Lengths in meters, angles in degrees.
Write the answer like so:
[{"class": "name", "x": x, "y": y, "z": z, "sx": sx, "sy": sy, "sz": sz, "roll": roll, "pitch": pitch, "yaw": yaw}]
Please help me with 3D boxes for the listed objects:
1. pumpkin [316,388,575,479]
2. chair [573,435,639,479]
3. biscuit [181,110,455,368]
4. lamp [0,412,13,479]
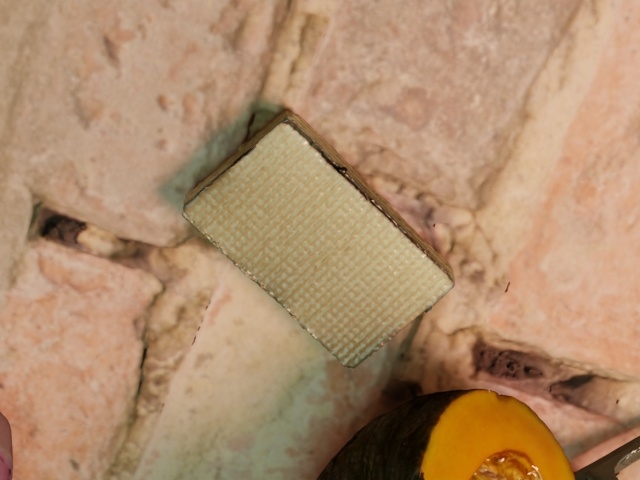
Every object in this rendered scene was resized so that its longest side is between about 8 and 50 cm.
[{"class": "pumpkin", "x": 0.052, "y": 0.286, "z": 1.458, "sx": 0.242, "sy": 0.325, "sz": 0.232, "roll": 29, "pitch": 150, "yaw": -33}, {"class": "chair", "x": 0.274, "y": 0.288, "z": 1.510, "sx": 0.274, "sy": 0.203, "sz": 0.191, "roll": -23, "pitch": 125, "yaw": 2}, {"class": "biscuit", "x": 0.000, "y": 0.000, "z": 1.450, "sx": 0.121, "sy": 0.040, "sz": 0.199, "roll": -40, "pitch": 109, "yaw": 17}, {"class": "lamp", "x": -0.400, "y": 0.229, "z": 1.428, "sx": 0.301, "sy": 0.247, "sz": 0.247, "roll": 8, "pitch": 117, "yaw": -15}]
